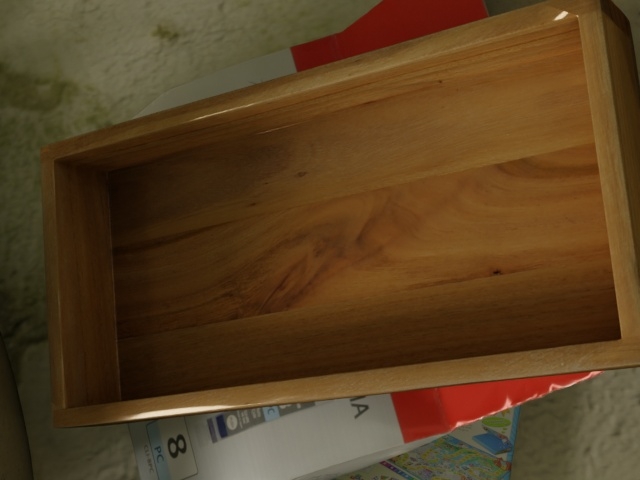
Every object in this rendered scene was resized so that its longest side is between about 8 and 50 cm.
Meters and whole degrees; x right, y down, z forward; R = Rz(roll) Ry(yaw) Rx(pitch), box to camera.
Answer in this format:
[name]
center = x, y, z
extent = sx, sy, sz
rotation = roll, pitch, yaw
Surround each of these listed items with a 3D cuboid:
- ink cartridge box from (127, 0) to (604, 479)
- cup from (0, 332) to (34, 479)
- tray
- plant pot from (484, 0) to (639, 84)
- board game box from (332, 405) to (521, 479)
[ink cartridge box]
center = -0.019, 0.010, 0.784
extent = 0.385, 0.091, 0.308
rotation = -31, 68, 42
[cup]
center = -0.335, 0.169, 0.774
extent = 0.331, 0.331, 0.237
rotation = -34, 101, -1
[tray]
center = 0.000, 0.000, 0.705
extent = 0.411, 0.076, 0.203
rotation = -11, 78, 30
[plant pot]
center = 0.222, -0.190, 0.809
extent = 0.334, 0.334, 0.305
rotation = 27, 94, 14
[board game box]
center = 0.077, 0.153, 0.873
extent = 0.154, 0.026, 0.103
rotation = 9, 78, 11
